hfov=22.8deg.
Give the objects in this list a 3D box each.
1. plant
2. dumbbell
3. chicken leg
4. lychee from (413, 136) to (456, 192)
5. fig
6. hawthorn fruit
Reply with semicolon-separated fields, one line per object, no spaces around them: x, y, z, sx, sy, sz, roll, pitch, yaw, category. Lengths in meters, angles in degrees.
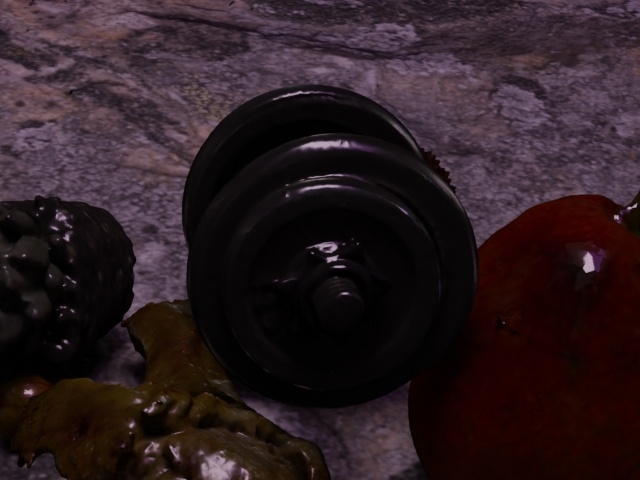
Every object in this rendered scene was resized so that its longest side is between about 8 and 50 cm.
-0.227;0.031;1.183;0.132;0.129;0.194;-2;2;21;plant
0.000;0.000;1.100;0.192;0.192;0.290;4;18;-8;dumbbell
-0.108;0.137;1.082;0.211;0.140;0.361;18;15;-26;chicken leg
0.035;-0.011;1.316;0.188;0.188;0.188;6;31;-4;lychee
-0.200;0.123;1.161;0.083;0.050;0.050;11;24;-41;fig
0.178;0.072;1.124;0.224;0.261;0.224;11;20;-4;hawthorn fruit
